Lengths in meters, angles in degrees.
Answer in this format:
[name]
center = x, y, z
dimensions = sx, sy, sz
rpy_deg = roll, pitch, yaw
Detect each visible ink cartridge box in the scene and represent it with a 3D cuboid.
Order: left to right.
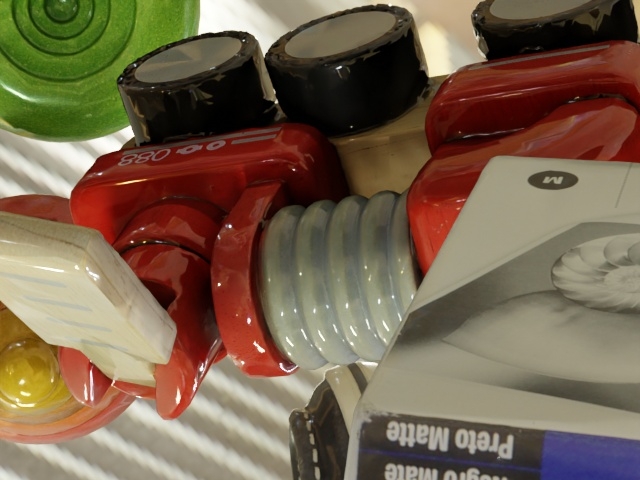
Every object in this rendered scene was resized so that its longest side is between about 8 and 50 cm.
[ink cartridge box]
center = 0.125, 0.045, 0.447
dimensions = 0.223, 0.045, 0.224
rpy_deg = 4, -154, 14

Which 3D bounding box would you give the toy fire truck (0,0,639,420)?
[toy fire truck]
center = 0.000, 0.000, 0.626
dimensions = 0.246, 0.217, 0.158
rpy_deg = -61, -41, -57

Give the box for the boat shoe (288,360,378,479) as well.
[boat shoe]
center = -0.016, 0.303, 0.911
dimensions = 0.187, 0.156, 0.500
rpy_deg = 102, 172, -81

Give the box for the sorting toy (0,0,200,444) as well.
[sorting toy]
center = -0.114, -0.074, 0.824
dimensions = 0.127, 0.365, 0.126
rpy_deg = 5, -171, -7
